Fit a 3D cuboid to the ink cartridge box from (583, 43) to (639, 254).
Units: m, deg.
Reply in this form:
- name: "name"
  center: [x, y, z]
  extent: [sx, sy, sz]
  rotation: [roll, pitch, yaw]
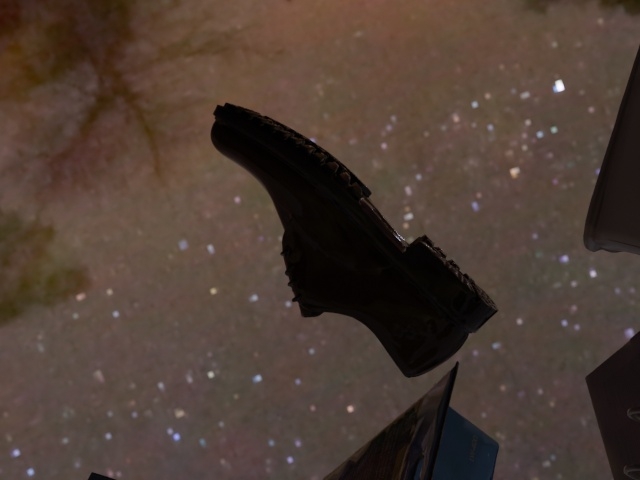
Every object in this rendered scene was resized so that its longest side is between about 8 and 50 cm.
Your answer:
- name: "ink cartridge box"
  center: [0.365, -0.022, 0.614]
  extent: [0.384, 0.160, 0.279]
  rotation: [16, -175, 27]

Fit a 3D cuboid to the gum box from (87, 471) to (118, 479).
- name: "gum box"
  center: [-0.160, 0.279, 0.831]
  extent: [0.041, 0.157, 0.184]
  rotation: [11, -126, 28]

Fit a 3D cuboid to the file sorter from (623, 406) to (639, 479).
- name: "file sorter"
  center: [0.425, 0.323, 1.297]
  extent: [0.193, 0.173, 0.278]
  rotation: [-6, -115, 39]

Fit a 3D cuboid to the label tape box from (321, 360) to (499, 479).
- name: "label tape box"
  center: [0.072, 0.287, 1.090]
  extent: [0.334, 0.106, 0.241]
  rotation: [128, -17, -56]

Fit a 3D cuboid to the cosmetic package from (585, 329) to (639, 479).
- name: "cosmetic package"
  center: [0.510, 0.273, 1.603]
  extent: [0.284, 0.097, 0.377]
  rotation: [126, -33, -44]

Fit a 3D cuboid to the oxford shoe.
- name: "oxford shoe"
  center: [0.000, 0.000, 0.792]
  extent: [0.096, 0.227, 0.083]
  rotation: [-48, 167, 11]
